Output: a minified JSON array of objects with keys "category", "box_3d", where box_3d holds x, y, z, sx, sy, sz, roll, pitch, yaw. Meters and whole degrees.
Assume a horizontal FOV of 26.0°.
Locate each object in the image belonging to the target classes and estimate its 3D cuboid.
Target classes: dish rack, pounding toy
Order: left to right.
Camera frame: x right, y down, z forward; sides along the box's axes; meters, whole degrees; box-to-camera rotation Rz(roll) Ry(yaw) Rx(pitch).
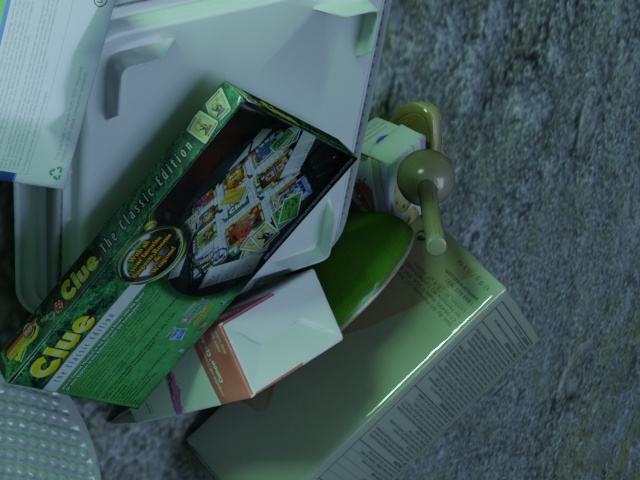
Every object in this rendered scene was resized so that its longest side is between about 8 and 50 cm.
[{"category":"dish rack","box_3d":[-0.075,-0.068,0.992,0.286,0.072,0.332,-18,141,-28]},{"category":"pounding toy","box_3d":[0.000,0.000,1.228,0.237,0.110,0.183,-39,-167,24]}]

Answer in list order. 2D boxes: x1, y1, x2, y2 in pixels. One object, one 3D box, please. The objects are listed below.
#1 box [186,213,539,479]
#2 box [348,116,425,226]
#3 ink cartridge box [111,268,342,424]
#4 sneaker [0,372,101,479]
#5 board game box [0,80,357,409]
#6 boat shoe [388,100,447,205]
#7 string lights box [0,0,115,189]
[{"category":"box","box_3d":[0.043,0.140,1.305,0.311,0.121,0.148,-43,148,-2]},{"category":"box","box_3d":[0.064,0.031,1.401,0.067,0.063,0.324,-37,139,-38]},{"category":"ink cartridge box","box_3d":[-0.093,0.091,1.142,0.115,0.198,0.067,-29,97,-44]},{"category":"sneaker","box_3d":[-0.233,0.248,1.066,0.126,0.127,0.321,-28,109,-51]},{"category":"board game box","box_3d":[-0.100,0.012,0.972,0.259,0.030,0.136,-48,146,14]},{"category":"boat shoe","box_3d":[0.097,-0.075,1.386,0.059,0.063,0.170,-40,150,-39]},{"category":"string lights box","box_3d":[-0.250,-0.115,0.740,0.260,0.077,0.133,8,105,-38]}]
